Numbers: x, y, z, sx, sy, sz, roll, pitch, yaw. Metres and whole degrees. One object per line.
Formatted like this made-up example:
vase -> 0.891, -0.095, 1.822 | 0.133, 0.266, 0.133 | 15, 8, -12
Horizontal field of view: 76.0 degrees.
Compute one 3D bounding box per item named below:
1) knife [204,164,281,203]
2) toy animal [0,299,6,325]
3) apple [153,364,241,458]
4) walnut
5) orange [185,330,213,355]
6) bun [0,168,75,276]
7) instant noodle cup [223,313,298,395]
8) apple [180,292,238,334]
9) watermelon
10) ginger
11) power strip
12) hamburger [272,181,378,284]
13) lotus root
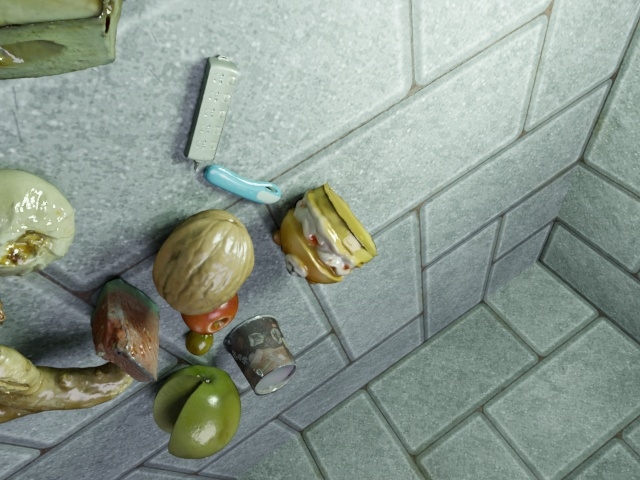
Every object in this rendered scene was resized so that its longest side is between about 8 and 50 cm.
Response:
knife -> -0.185, -0.135, 0.999 | 0.221, 0.031, 0.064 | 17, 121, -46
toy animal -> -0.674, 0.103, 0.790 | 0.114, 0.116, 0.255 | -1, 118, -33
apple -> -0.406, 0.560, 1.364 | 0.291, 0.292, 0.254 | 5, 109, -45
walnut -> -0.276, 0.052, 0.963 | 0.261, 0.225, 0.225 | -49, 144, 7
orange -> -0.379, 0.316, 1.290 | 0.095, 0.085, 0.085 | -49, 144, 18
bun -> -0.546, -0.014, 0.726 | 0.222, 0.127, 0.223 | -23, 139, -21
instant noodle cup -> -0.201, 0.407, 1.445 | 0.217, 0.207, 0.218 | -25, 144, -20
apple -> -0.310, 0.187, 1.155 | 0.163, 0.139, 0.164 | -24, 140, -21
watermelon -> -0.460, 0.234, 0.974 | 0.139, 0.257, 0.193 | -38, 139, -2
ginger -> -0.659, 0.354, 0.949 | 0.363, 0.122, 0.348 | -38, 134, 23
power strip -> -0.227, -0.247, 0.835 | 0.060, 0.027, 0.253 | -4, 132, -39
hamburger -> 0.000, 0.000, 1.136 | 0.236, 0.277, 0.276 | -35, 147, 14
lotus root -> -0.415, -0.311, 0.516 | 0.313, 0.142, 0.210 | -9, 99, -29
